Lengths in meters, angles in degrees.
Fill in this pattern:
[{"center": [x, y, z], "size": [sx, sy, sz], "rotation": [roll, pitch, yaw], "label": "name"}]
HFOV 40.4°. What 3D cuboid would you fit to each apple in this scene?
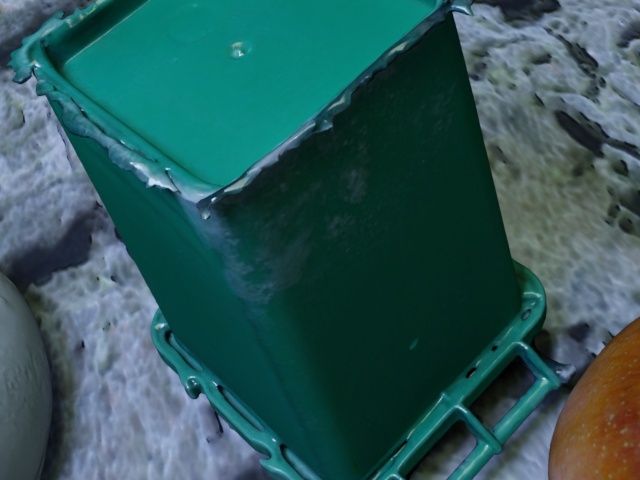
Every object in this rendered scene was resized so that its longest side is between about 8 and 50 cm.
[{"center": [0.263, 0.132, 0.557], "size": [0.210, 0.173, 0.235], "rotation": [21, 62, 26], "label": "apple"}]

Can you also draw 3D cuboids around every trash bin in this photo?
[{"center": [0.000, 0.000, 0.590], "size": [0.259, 0.381, 0.295], "rotation": [-43, 57, -15], "label": "trash bin"}]

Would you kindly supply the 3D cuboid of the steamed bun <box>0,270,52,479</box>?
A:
[{"center": [-0.415, 0.135, 0.698], "size": [0.374, 0.241, 0.374], "rotation": [-7, 50, 8], "label": "steamed bun"}]
